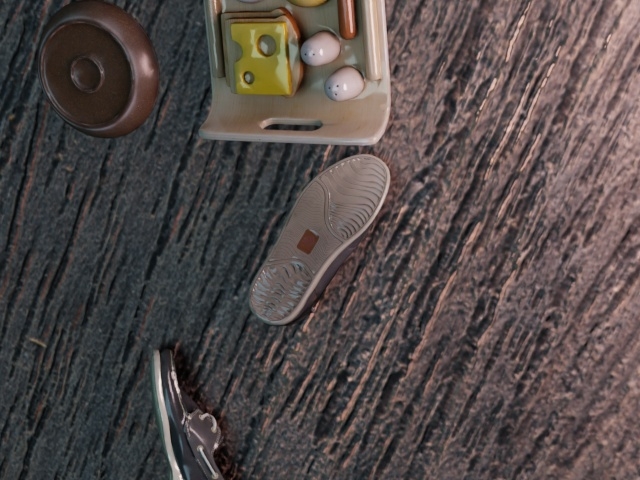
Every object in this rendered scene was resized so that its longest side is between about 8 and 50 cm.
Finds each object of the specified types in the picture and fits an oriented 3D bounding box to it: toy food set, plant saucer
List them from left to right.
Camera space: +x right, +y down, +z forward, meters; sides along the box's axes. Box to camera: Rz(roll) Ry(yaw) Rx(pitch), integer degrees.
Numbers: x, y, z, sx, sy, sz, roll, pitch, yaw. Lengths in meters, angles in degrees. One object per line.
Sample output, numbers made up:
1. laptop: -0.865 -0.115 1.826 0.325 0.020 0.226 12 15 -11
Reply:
1. plant saucer: -0.271 -0.200 1.772 0.168 0.029 0.168 8 110 23
2. toy food set: -0.048 -0.256 1.612 0.219 0.092 0.306 3 108 23

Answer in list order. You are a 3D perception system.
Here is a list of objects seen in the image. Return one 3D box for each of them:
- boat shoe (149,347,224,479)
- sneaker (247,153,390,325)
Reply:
1. boat shoe: -0.162 0.241 1.858 0.079 0.084 0.233 -16 95 -10
2. sneaker: 0.000 0.000 1.694 0.083 0.118 0.222 38 89 9
